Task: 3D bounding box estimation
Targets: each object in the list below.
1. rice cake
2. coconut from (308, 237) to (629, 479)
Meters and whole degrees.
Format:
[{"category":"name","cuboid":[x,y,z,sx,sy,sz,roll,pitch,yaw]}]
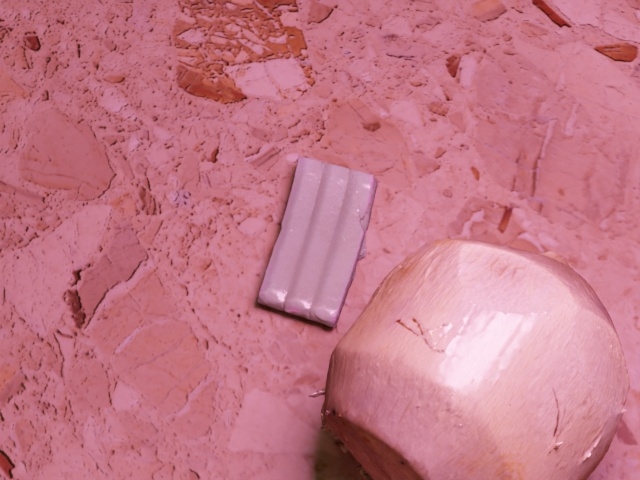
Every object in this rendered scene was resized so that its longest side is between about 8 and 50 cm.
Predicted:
[{"category":"rice cake","cuboid":[0.000,0.000,2.148,0.127,0.043,0.237,15,64,8]},{"category":"coconut","cuboid":[0.199,0.167,1.904,0.346,0.346,0.360,39,71,17]}]
